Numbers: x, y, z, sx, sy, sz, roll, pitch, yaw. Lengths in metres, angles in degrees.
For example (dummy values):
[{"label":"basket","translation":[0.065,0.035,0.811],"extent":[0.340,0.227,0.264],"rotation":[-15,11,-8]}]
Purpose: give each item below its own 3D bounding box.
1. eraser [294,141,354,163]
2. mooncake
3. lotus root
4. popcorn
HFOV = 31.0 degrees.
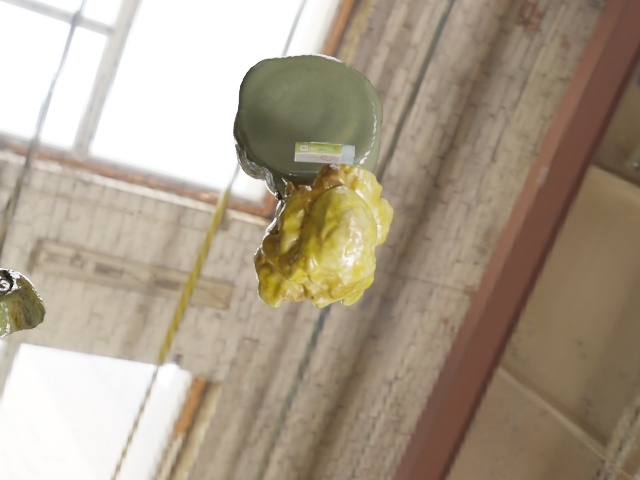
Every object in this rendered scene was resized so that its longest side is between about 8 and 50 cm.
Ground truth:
[{"label":"eraser","translation":[0.006,-0.123,1.625],"extent":[0.038,0.083,0.019],"rotation":[96,-2,-71]},{"label":"mooncake","translation":[-0.024,-0.192,1.994],"extent":[0.135,0.275,0.275],"rotation":[108,-17,-67]},{"label":"lotus root","translation":[-0.496,0.081,1.645],"extent":[0.183,0.203,0.078],"rotation":[-147,-125,-62]},{"label":"popcorn","translation":[0.004,-0.001,1.809],"extent":[0.190,0.191,0.253],"rotation":[-71,179,-82]}]
